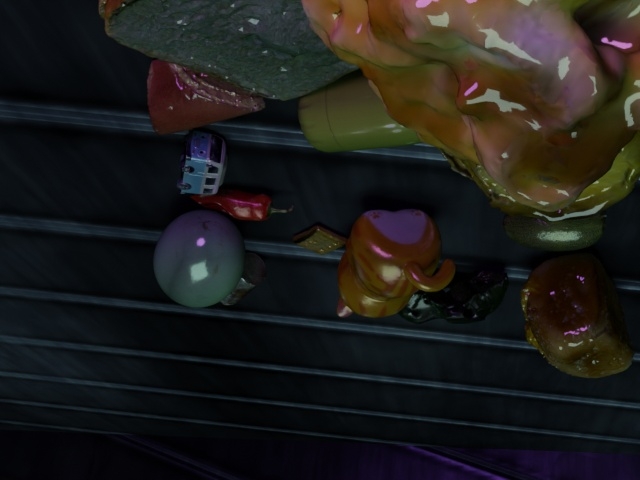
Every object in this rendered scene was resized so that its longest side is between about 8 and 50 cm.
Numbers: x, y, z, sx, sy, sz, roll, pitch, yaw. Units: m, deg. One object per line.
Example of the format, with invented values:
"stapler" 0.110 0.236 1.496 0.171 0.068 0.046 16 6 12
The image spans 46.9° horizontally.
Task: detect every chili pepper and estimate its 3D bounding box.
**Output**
"chili pepper" 0.251 0.123 1.492 0.264 0.116 0.148 -5 153 23
"chili pepper" -0.142 -0.063 1.298 0.191 0.050 0.059 8 170 14

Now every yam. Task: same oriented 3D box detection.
"yam" -0.172 0.083 1.549 0.079 0.079 0.141 20 147 -23

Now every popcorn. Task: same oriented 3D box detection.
"popcorn" 0.178 -0.248 0.611 0.344 0.354 0.390 25 110 8

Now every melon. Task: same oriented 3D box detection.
"melon" 0.377 -0.031 1.196 0.162 0.099 0.099 1 152 22

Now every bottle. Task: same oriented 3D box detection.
"bottle" 0.103 -0.176 0.937 0.260 0.112 0.112 -2 152 31

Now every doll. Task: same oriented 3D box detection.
"doll" 0.119 0.045 1.335 0.166 0.162 0.270 1 161 -11

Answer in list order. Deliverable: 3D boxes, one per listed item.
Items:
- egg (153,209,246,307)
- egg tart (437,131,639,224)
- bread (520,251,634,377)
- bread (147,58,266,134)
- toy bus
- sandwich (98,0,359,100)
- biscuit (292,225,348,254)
"egg" -0.223 0.034 1.369 0.168 0.168 0.231 13 151 -13
"egg tart" 0.320 -0.131 0.991 0.345 0.133 0.345 5 150 3
"bread" 0.486 0.155 1.421 0.176 0.196 0.246 -16 145 28
"bread" -0.186 -0.201 1.027 0.192 0.067 0.119 -12 147 30
"toy bus" -0.188 -0.123 1.185 0.074 0.060 0.123 8 154 -12
"sandwich" -0.068 -0.256 0.799 0.301 0.099 0.271 11 160 -40
"biscuit" 0.000 0.000 1.419 0.081 0.018 0.083 25 148 -31
